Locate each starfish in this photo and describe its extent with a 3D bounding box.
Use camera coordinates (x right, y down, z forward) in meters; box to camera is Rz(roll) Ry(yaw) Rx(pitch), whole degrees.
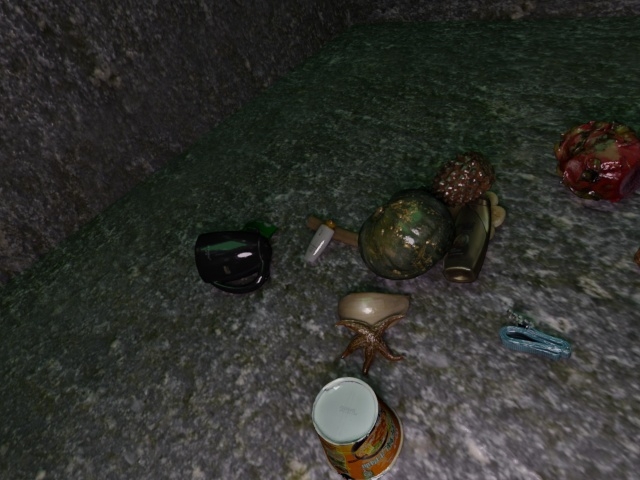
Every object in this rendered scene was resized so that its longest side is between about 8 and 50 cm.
[{"bbox_3d":[0.155,0.296,1.298,0.213,0.057,0.238,44,98,8],"label":"starfish"}]

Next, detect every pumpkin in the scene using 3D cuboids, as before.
[{"bbox_3d":[0.286,-0.015,1.433,0.292,0.257,0.327,-52,8,-23],"label":"pumpkin"}]

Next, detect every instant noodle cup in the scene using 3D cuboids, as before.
[{"bbox_3d":[0.088,0.476,1.111,0.230,0.182,0.230,-13,42,12],"label":"instant noodle cup"}]

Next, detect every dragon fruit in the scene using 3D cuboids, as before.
[{"bbox_3d":[0.926,-0.271,1.445,0.269,0.250,0.291,-44,47,6],"label":"dragon fruit"}]

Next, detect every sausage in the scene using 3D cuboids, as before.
[{"bbox_3d":[0.064,-0.034,1.745,0.301,0.066,0.066,24,60,41],"label":"sausage"}]

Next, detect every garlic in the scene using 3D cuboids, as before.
[{"bbox_3d":[0.170,0.223,1.394,0.244,0.146,0.164,-9,12,14],"label":"garlic"}]

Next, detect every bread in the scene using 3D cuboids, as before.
[{"bbox_3d":[0.519,-0.086,1.585,0.315,0.054,0.316,-14,42,13],"label":"bread"}]

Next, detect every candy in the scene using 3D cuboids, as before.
[{"bbox_3d":[-0.295,-0.038,1.917,0.203,0.078,0.141,7,50,25],"label":"candy"}]

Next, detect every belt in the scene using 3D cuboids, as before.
[{"bbox_3d":[0.593,0.266,1.179,0.179,0.065,0.100,15,63,34],"label":"belt"}]

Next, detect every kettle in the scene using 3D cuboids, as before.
[{"bbox_3d":[-0.336,0.087,1.744,0.290,0.207,0.269,-6,73,8],"label":"kettle"}]

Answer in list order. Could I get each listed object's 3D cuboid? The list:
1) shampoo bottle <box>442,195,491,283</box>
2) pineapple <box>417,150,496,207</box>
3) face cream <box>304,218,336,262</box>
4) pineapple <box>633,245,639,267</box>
[{"bbox_3d":[0.500,-0.018,1.430,0.125,0.084,0.350,-1,47,38],"label":"shampoo bottle"},{"bbox_3d":[0.431,-0.168,1.512,0.361,0.175,0.175,-39,27,42],"label":"pineapple"},{"bbox_3d":[0.000,0.000,1.703,0.072,0.051,0.182,32,90,37],"label":"face cream"},{"bbox_3d":[0.983,0.097,1.125,0.130,0.119,0.277,-18,40,-21],"label":"pineapple"}]
